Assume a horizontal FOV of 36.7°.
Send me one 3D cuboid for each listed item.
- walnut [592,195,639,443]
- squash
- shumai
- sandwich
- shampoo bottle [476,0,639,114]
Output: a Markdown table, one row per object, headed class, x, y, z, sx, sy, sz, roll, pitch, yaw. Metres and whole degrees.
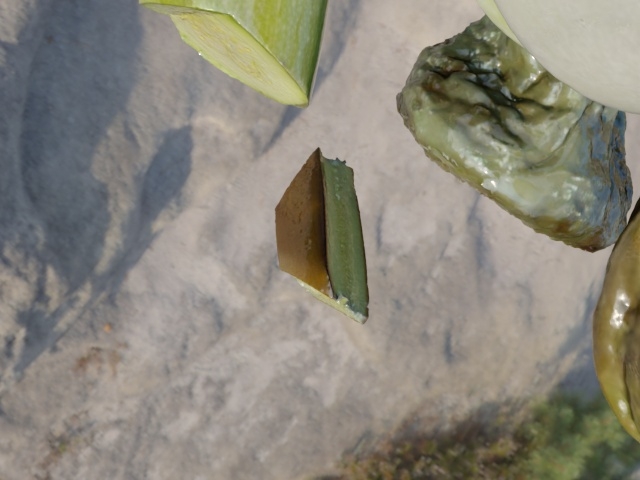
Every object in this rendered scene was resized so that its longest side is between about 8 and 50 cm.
| class | x | y | z | sx | sy | sz | roll | pitch | yaw |
| --- | --- | --- | --- | --- | --- | --- | --- | --- | --- |
| walnut | 0.362 | 0.070 | 0.811 | 0.227 | 0.283 | 0.283 | -47 | 152 | -75 |
| squash | -0.101 | -0.237 | 1.044 | 0.220 | 0.220 | 0.133 | 11 | 96 | -45 |
| shumai | 0.303 | -0.200 | 1.213 | 0.397 | 0.324 | 0.323 | 3 | 124 | -53 |
| sandwich | 0.000 | 0.000 | 1.273 | 0.096 | 0.258 | 0.094 | -28 | 135 | 26 |
| shampoo bottle | 0.249 | -0.234 | 0.590 | 0.322 | 0.317 | 0.322 | -5 | 104 | -21 |
